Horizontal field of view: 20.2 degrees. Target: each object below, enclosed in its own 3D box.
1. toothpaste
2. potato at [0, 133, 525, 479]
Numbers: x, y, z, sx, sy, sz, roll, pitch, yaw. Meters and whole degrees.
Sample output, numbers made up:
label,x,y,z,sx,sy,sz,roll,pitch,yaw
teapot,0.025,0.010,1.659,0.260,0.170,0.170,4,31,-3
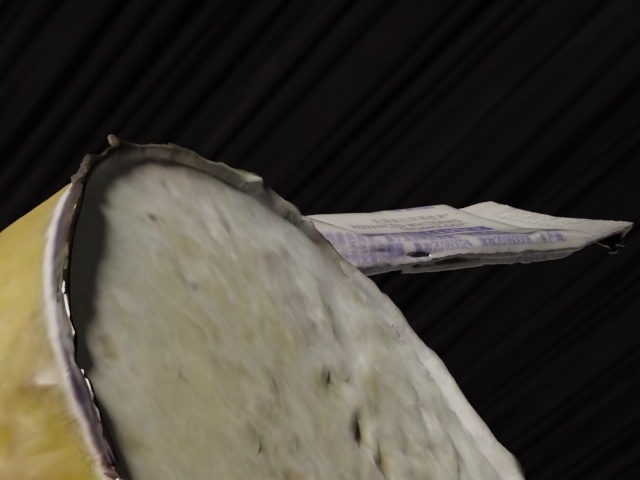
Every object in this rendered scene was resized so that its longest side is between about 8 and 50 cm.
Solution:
label,x,y,z,sx,sy,sz,roll,pitch,yaw
toothpaste,0.001,0.001,0.798,0.282,0.068,0.099,-7,40,-32
potato,-0.042,0.144,0.549,0.246,0.196,0.299,-4,61,-60
